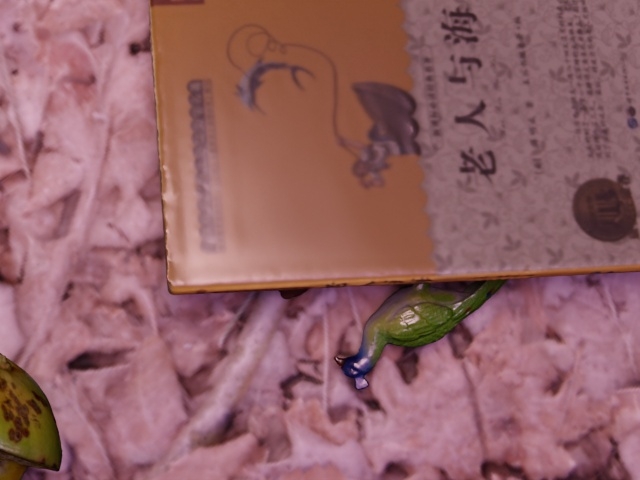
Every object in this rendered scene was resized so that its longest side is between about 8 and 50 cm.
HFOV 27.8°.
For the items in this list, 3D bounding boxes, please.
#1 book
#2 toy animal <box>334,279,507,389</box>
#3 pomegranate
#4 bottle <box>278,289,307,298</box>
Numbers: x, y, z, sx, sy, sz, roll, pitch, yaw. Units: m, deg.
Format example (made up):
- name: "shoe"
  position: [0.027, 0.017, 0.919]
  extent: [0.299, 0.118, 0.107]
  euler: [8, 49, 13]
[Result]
- name: "book"
  position: [0.071, -0.097, 0.949]
  extent: [0.389, 0.032, 0.269]
  euler: [-3, 74, -12]
- name: "toy animal"
  position: [0.098, 0.026, 0.982]
  extent: [0.217, 0.041, 0.075]
  euler: [-32, 98, -14]
- name: "pomegranate"
  position: [-0.260, 0.138, 0.869]
  extent: [0.169, 0.143, 0.122]
  euler: [-47, 58, 24]
- name: "bottle"
  position: [-0.001, -0.001, 0.959]
  extent: [0.063, 0.047, 0.101]
  euler: [44, 86, 3]
